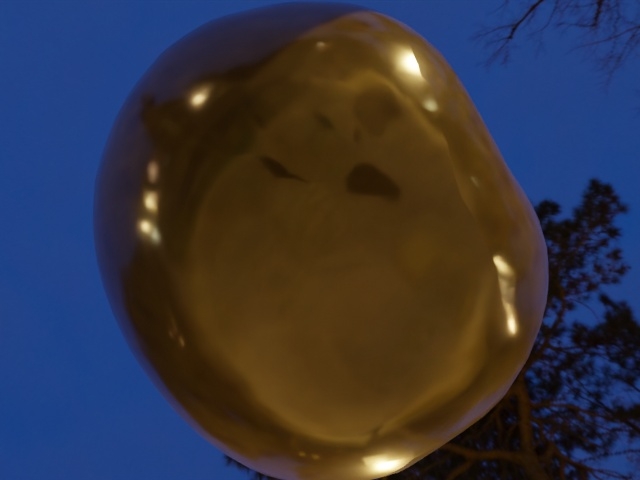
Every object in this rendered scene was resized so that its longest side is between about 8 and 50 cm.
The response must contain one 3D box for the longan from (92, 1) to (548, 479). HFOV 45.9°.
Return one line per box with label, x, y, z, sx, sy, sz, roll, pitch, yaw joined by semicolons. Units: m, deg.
longan;0.000;0.000;0.586;0.360;0.361;0.361;0;-86;-4
